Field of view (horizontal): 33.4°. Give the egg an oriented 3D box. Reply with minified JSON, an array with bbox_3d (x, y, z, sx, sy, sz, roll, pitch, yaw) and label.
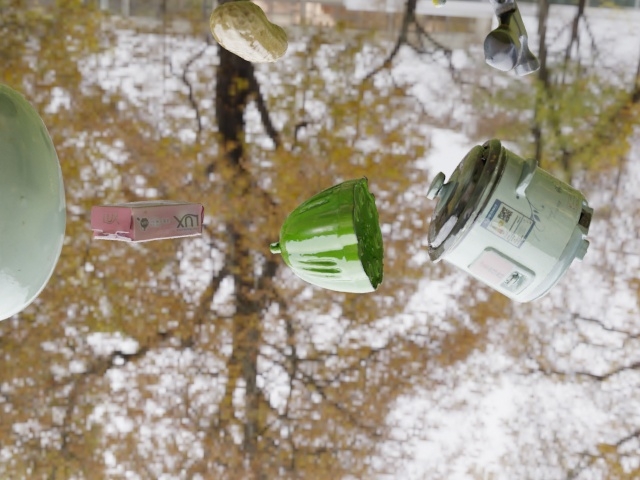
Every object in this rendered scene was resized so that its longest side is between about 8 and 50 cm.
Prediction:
[{"bbox_3d":[-0.489,-0.061,1.559,0.230,0.371,0.230,-3,159,-1],"label":"egg"}]

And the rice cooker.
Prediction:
[{"bbox_3d":[0.339,-0.040,2.008,0.316,0.317,0.264,10,-128,20],"label":"rice cooker"}]

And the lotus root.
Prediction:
[{"bbox_3d":[0.000,0.000,1.672,0.186,0.186,0.186,3,-161,-1],"label":"lotus root"}]

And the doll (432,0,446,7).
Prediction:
[{"bbox_3d":[0.150,-0.490,1.546,0.103,0.145,0.316,7,-121,5],"label":"doll"}]

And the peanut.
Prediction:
[{"bbox_3d":[-0.135,-0.413,2.116,0.095,0.108,0.226,-2,169,29],"label":"peanut"}]

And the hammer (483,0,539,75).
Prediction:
[{"bbox_3d":[0.214,-0.241,1.234,0.037,0.137,0.290,-19,-169,18],"label":"hammer"}]

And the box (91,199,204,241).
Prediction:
[{"bbox_3d":[-0.280,-0.033,1.725,0.111,0.060,0.156,6,-170,41],"label":"box"}]
